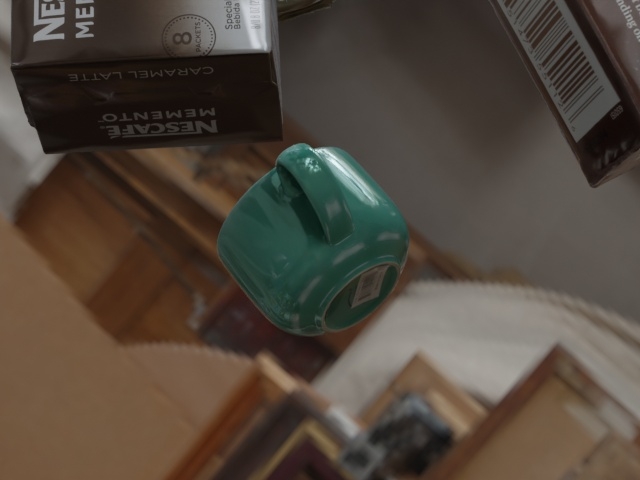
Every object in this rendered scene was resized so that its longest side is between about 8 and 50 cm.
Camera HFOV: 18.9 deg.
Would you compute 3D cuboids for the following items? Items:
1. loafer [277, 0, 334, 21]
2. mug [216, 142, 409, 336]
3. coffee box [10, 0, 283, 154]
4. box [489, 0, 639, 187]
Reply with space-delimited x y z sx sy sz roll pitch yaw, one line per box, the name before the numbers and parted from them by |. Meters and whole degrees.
loafer | -0.008 -0.184 1.359 0.148 0.056 0.050 -34 -22 -43
mug | -0.004 0.007 1.422 0.129 0.097 0.158 -47 -26 13
coffee box | -0.097 -0.180 1.080 0.098 0.141 0.246 85 -177 -64
box | 0.311 -0.209 1.305 0.381 0.191 0.143 -26 -7 -14
